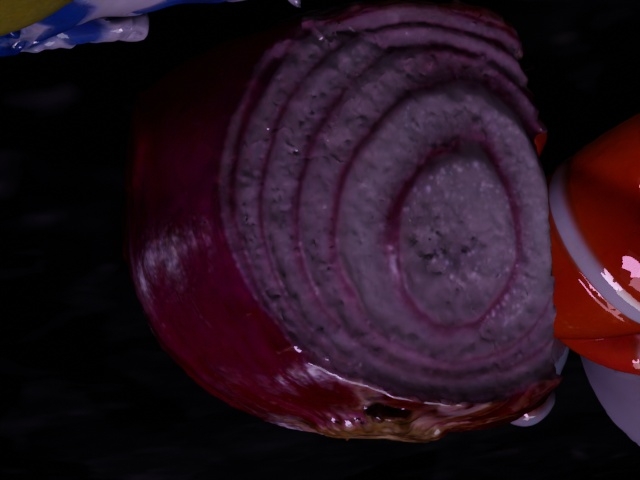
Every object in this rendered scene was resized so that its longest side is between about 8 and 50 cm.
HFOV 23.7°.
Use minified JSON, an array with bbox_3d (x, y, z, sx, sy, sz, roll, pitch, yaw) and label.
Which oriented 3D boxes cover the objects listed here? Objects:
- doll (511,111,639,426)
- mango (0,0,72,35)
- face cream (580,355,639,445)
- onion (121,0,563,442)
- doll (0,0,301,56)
[{"bbox_3d":[0.138,0.029,0.980,0.336,0.200,0.105,-34,-170,46],"label":"doll"},{"bbox_3d":[-0.116,-0.143,0.558,0.122,0.085,0.191,33,135,-27],"label":"mango"},{"bbox_3d":[0.293,0.045,1.017,0.175,0.175,0.195,8,152,-32],"label":"face cream"},{"bbox_3d":[-0.002,0.002,0.793,0.206,0.216,0.207,3,163,-16],"label":"onion"},{"bbox_3d":[-0.124,-0.112,0.681,0.227,0.057,0.114,-9,161,-1],"label":"doll"}]
